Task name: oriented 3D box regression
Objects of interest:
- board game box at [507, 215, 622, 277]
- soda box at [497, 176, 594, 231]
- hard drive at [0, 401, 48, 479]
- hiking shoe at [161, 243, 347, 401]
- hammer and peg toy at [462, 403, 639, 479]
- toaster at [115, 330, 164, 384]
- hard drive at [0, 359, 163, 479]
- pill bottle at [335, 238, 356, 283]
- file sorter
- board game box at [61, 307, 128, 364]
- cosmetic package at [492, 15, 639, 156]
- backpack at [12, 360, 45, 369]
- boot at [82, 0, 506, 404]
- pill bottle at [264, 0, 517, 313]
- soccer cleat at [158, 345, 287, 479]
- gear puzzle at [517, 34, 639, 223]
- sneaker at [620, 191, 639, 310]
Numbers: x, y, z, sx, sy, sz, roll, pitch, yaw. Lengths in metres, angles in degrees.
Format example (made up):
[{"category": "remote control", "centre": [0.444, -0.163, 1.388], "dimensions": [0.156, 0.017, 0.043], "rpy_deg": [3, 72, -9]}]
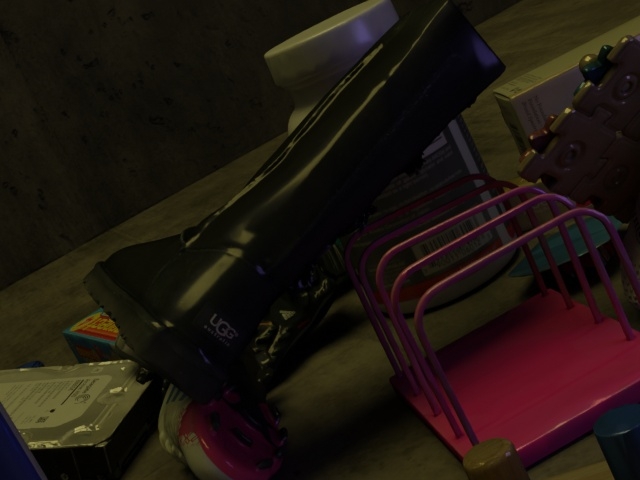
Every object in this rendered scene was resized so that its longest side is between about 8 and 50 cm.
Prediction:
[{"category": "board game box", "centre": [0.294, 0.014, 1.317], "dimensions": [0.133, 0.033, 0.168], "rpy_deg": [-24, 8, 37]}, {"category": "soda box", "centre": [0.317, -0.066, 1.504], "dimensions": [0.181, 0.061, 0.058], "rpy_deg": [-18, 16, 34]}, {"category": "hard drive", "centre": [-0.343, 0.251, 1.014], "dimensions": [0.210, 0.319, 0.040], "rpy_deg": [-28, 13, -4]}, {"category": "hiking shoe", "centre": [-0.074, 0.130, 1.493], "dimensions": [0.304, 0.113, 0.132], "rpy_deg": [-42, -19, -17]}, {"category": "hammer and peg toy", "centre": [0.242, 0.165, 0.633], "dimensions": [0.361, 0.127, 0.266], "rpy_deg": [-23, 12, 18]}, {"category": "toaster", "centre": [-0.182, 0.091, 1.547], "dimensions": [0.129, 0.146, 0.227], "rpy_deg": [24, 19, 15]}, {"category": "hard drive", "centre": [-0.384, 0.240, 1.514], "dimensions": [0.339, 0.064, 0.237], "rpy_deg": [-5, 20, 16]}, {"category": "pill bottle", "centre": [0.000, 0.000, 1.691], "dimensions": [0.264, 0.146, 0.146], "rpy_deg": [-33, 14, -20]}, {"category": "file sorter", "centre": [0.157, 0.059, 1.076], "dimensions": [0.202, 0.182, 0.290], "rpy_deg": [-28, 13, -6]}, {"category": "board game box", "centre": [-0.224, 0.112, 1.831], "dimensions": [0.302, 0.086, 0.308], "rpy_deg": [-33, 14, -25]}, {"category": "cosmetic package", "centre": [0.423, -0.209, 1.639], "dimensions": [0.309, 0.160, 0.113], "rpy_deg": [-28, 14, 2]}, {"category": "backpack", "centre": [-0.436, 0.246, 1.708], "dimensions": [0.098, 0.101, 0.120], "rpy_deg": [-29, 18, 17]}, {"category": "boot", "centre": [-0.041, -0.061, 1.227], "dimensions": [0.445, 0.146, 0.367], "rpy_deg": [-51, 24, -5]}, {"category": "pill bottle", "centre": [0.086, -0.108, 1.454], "dimensions": [0.210, 0.363, 0.210], "rpy_deg": [-25, 13, 6]}, {"category": "soccer cleat", "centre": [-0.116, 0.210, 1.250], "dimensions": [0.143, 0.116, 0.331], "rpy_deg": [-47, 12, 10]}, {"category": "gear puzzle", "centre": [0.335, -0.095, 1.141], "dimensions": [0.175, 0.339, 0.044], "rpy_deg": [-53, 45, 20]}, {"category": "sneaker", "centre": [0.447, -0.056, 1.059], "dimensions": [0.366, 0.210, 0.137], "rpy_deg": [-60, 14, 20]}]
